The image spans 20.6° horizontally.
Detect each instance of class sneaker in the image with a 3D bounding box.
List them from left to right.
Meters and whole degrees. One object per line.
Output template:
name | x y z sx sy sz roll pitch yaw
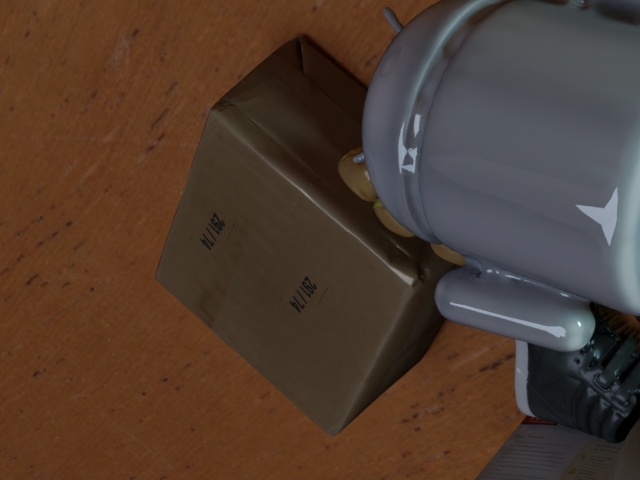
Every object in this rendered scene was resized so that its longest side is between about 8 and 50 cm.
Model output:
sneaker | 0.269 0.087 1.775 0.147 0.104 0.296 21 141 32

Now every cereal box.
cereal box | 0.237 0.266 1.841 0.173 0.240 0.047 1 126 47

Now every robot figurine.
robot figurine | 0.176 -0.068 1.299 0.353 0.199 0.300 22 95 32

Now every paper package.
paper package | 0.000 0.000 1.921 0.309 0.168 0.325 41 144 15

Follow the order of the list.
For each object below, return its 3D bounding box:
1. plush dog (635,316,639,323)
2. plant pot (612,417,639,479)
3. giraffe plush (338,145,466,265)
plush dog | 0.379 0.011 1.476 0.262 0.225 0.211 -12 113 51
plant pot | 0.406 0.247 1.563 0.334 0.334 0.305 54 176 -5
giraffe plush | 0.142 -0.107 1.688 0.181 0.210 0.170 30 125 -1
